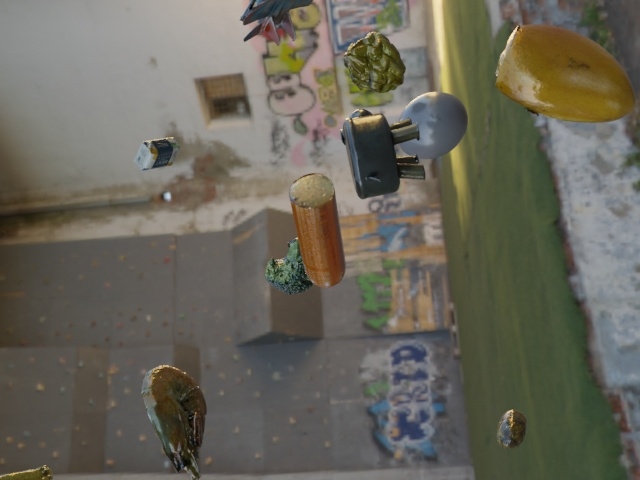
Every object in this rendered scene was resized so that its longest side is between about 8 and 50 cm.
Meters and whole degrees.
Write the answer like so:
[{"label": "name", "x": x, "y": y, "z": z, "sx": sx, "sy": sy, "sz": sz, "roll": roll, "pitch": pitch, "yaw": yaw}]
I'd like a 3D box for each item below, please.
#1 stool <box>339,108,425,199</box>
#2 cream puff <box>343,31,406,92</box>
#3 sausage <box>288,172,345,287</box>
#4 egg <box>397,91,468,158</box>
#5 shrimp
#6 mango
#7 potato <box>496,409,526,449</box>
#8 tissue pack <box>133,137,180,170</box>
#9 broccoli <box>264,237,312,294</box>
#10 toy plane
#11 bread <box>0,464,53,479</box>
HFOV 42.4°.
[{"label": "stool", "x": 0.114, "y": -0.184, "z": 1.571, "sx": 0.153, "sy": 0.139, "sz": 0.228, "roll": 79, "pitch": 180, "yaw": -59}, {"label": "cream puff", "x": 0.115, "y": -0.386, "z": 1.842, "sx": 0.146, "sy": 0.116, "sz": 0.146, "roll": 54, "pitch": 166, "yaw": 20}, {"label": "sausage", "x": 0.000, "y": 0.000, "z": 1.293, "sx": 0.234, "sy": 0.071, "sz": 0.071, "roll": 81, "pitch": -174, "yaw": -49}, {"label": "egg", "x": 0.253, "y": -0.263, "z": 1.900, "sx": 0.198, "sy": 0.146, "sz": 0.146, "roll": -23, "pitch": 69, "yaw": 58}, {"label": "shrimp", "x": -0.239, "y": 0.310, "z": 1.424, "sx": 0.051, "sy": 0.115, "sz": 0.217, "roll": -55, "pitch": 50, "yaw": 44}, {"label": "mango", "x": 0.463, "y": -0.307, "z": 1.538, "sx": 0.187, "sy": 0.257, "sz": 0.138, "roll": -68, "pitch": -8, "yaw": -46}, {"label": "potato", "x": 0.333, "y": 0.328, "z": 1.436, "sx": 0.040, "sy": 0.051, "sz": 0.083, "roll": 67, "pitch": -153, "yaw": -26}, {"label": "tissue pack", "x": -0.348, "y": -0.184, "z": 1.757, "sx": 0.042, "sy": 0.083, "sz": 0.062, "roll": 48, "pitch": 128, "yaw": 20}, {"label": "broccoli", "x": -0.081, "y": 0.073, "z": 2.322, "sx": 0.167, "sy": 0.154, "sz": 0.160, "roll": 41, "pitch": -129, "yaw": -80}, {"label": "toy plane", "x": -0.072, "y": -0.575, "z": 1.827, "sx": 0.104, "sy": 0.223, "sz": 0.326, "roll": 46, "pitch": 140, "yaw": 19}, {"label": "bread", "x": -0.813, "y": 0.593, "z": 1.796, "sx": 0.233, "sy": 0.361, "sz": 0.245, "roll": -54, "pitch": 19, "yaw": 40}]
